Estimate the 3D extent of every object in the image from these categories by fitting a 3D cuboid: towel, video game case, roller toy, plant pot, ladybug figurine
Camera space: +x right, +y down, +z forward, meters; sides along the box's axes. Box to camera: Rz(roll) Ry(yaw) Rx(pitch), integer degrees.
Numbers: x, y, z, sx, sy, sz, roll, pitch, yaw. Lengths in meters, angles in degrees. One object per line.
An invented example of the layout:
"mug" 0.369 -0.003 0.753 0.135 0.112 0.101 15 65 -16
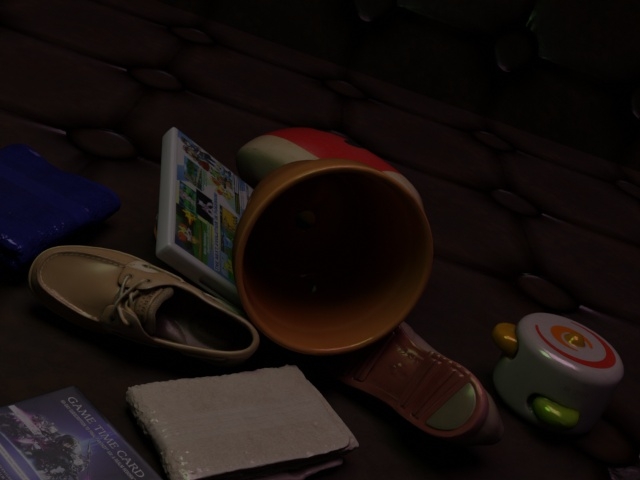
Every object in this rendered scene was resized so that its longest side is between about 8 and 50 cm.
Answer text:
"towel" -0.102 0.246 1.200 0.282 0.049 0.187 0 31 -36
"towel" -0.491 -0.052 1.460 0.227 0.076 0.308 27 23 6
"video game case" -0.143 -0.007 1.483 0.300 0.036 0.329 39 25 -31
"roller toy" 0.401 0.216 1.525 0.191 0.146 0.209 1 31 -38
"plant pot" 0.000 0.000 1.363 0.291 0.291 0.203 12 17 -18
"video game case" -0.340 0.261 1.014 0.196 0.026 0.274 37 28 30
"ladybug figurine" 0.024 -0.086 1.671 0.449 0.162 0.305 30 -18 36

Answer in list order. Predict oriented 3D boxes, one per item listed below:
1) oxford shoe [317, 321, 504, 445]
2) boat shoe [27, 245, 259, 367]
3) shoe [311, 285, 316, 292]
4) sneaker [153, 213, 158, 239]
"oxford shoe" 0.118 0.202 1.409 0.397 0.140 0.146 39 -2 43
"boat shoe" -0.246 0.086 1.280 0.341 0.122 0.110 19 -12 -8
"shoe" 0.071 0.133 1.556 0.219 0.058 0.076 39 -11 28
"sneaker" -0.214 -0.002 1.568 0.084 0.083 0.215 -7 36 -43
